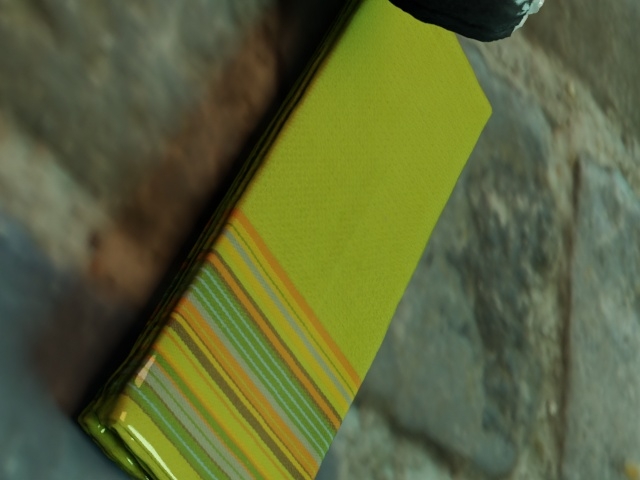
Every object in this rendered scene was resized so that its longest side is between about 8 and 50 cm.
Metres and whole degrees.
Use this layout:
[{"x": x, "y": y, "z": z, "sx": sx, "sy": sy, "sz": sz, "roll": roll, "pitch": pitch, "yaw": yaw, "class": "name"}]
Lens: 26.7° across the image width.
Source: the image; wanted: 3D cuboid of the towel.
[{"x": 0.000, "y": 0.000, "z": 0.499, "sx": 0.102, "sy": 0.021, "sz": 0.237, "roll": 57, "pitch": 48, "yaw": -38, "class": "towel"}]

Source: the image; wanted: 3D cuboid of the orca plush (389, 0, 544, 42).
[{"x": 0.019, "y": -0.212, "z": 0.470, "sx": 0.102, "sy": 0.151, "sz": 0.287, "roll": 4, "pitch": 88, "yaw": -18, "class": "orca plush"}]
